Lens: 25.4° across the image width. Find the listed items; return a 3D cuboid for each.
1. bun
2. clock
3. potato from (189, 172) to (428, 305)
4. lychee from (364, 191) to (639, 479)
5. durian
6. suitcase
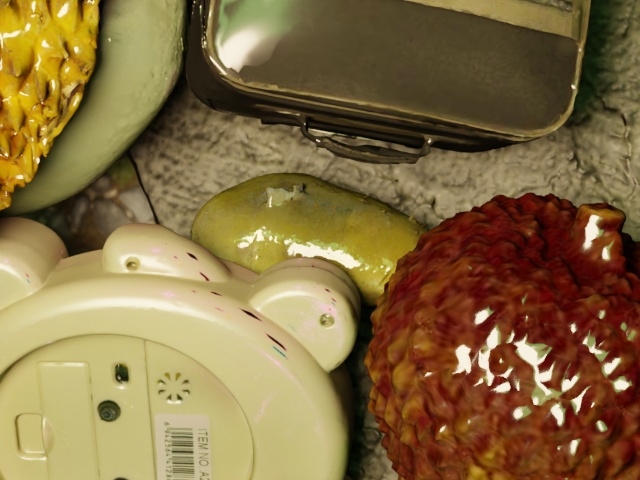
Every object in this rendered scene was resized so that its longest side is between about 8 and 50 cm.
[{"bbox_3d":[-0.213,-0.157,1.076,0.293,0.187,0.293,-4,80,26],"label":"bun"},{"bbox_3d":[-0.124,0.126,1.011,0.309,0.114,0.284,0,108,5],"label":"clock"},{"bbox_3d":[0.000,0.000,1.040,0.188,0.085,0.105,17,54,15],"label":"potato"},{"bbox_3d":[0.141,0.097,0.924,0.236,0.236,0.271,18,119,17],"label":"lychee"},{"bbox_3d":[-0.237,-0.156,0.934,0.196,0.185,0.305,-18,65,2],"label":"durian"},{"bbox_3d":[0.064,-0.268,0.976,0.283,0.194,0.434,9,88,-12],"label":"suitcase"}]
